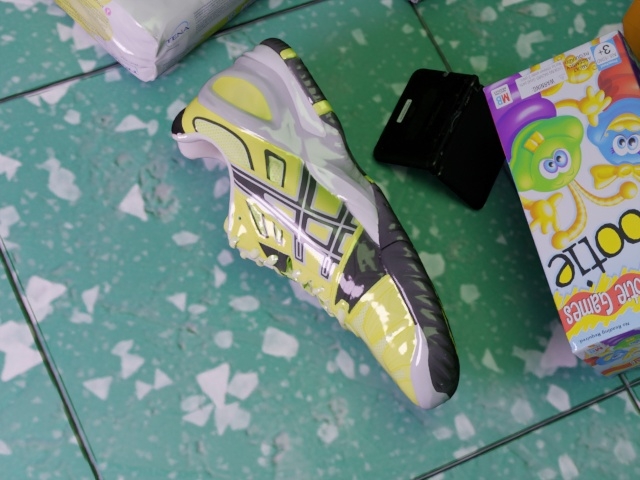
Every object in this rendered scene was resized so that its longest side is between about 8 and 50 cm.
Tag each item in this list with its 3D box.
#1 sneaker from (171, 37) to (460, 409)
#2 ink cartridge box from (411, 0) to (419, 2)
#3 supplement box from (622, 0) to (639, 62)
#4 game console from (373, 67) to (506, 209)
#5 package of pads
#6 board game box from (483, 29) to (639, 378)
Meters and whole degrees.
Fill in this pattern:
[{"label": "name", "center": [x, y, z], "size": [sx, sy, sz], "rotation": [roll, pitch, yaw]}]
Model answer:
[{"label": "sneaker", "center": [0.000, 0.000, 1.365], "size": [0.147, 0.145, 0.385], "rotation": [-31, 71, 0]}, {"label": "ink cartridge box", "center": [0.134, -0.377, 1.568], "size": [0.212, 0.093, 0.154], "rotation": [-36, 77, -21]}, {"label": "supplement box", "center": [0.437, -0.214, 1.495], "size": [0.194, 0.191, 0.129], "rotation": [5, 65, -8]}, {"label": "game console", "center": [0.129, -0.104, 1.486], "size": [0.107, 0.071, 0.122], "rotation": [11, 59, 28]}, {"label": "package of pads", "center": [-0.196, -0.327, 1.476], "size": [0.296, 0.101, 0.229], "rotation": [43, 65, 10]}, {"label": "board game box", "center": [0.276, -0.031, 1.381], "size": [0.144, 0.142, 0.275], "rotation": [-23, 68, 17]}]
